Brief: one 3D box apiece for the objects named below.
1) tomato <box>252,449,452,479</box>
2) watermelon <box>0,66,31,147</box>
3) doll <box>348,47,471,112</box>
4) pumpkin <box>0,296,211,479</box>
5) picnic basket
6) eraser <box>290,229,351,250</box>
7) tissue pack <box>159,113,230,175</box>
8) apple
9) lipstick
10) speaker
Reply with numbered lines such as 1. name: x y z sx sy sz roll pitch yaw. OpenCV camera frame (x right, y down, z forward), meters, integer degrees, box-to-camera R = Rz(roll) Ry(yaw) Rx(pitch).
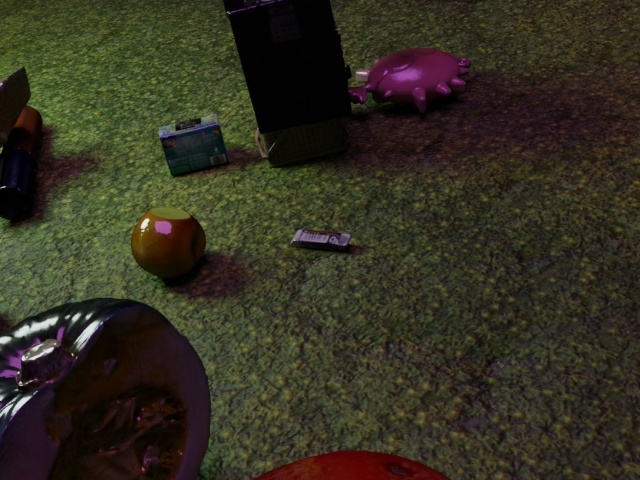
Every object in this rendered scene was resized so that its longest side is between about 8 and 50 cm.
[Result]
1. tomato: 0.013 0.302 0.768 0.338 0.143 0.338 -9 31 5
2. watermelon: -0.643 -0.224 1.667 0.257 0.140 0.193 -35 28 17
3. doll: 0.170 -0.313 1.690 0.262 0.093 0.211 -23 38 -18
4. pumpkin: -0.277 0.199 0.902 0.197 0.263 0.293 4 35 32
5. picnic basket: -0.038 -0.205 1.599 0.164 0.079 0.115 -15 33 -6
6. eraser: 0.000 0.000 1.334 0.099 0.019 0.027 5 50 23
7. tissue pack: -0.233 -0.181 1.616 0.111 0.085 0.079 -14 32 -3
8. apple: -0.226 0.005 1.324 0.102 0.099 0.114 14 15 24
9. lipstick: -0.587 -0.167 1.708 0.077 0.077 0.418 -14 32 -5
10. speaker: -0.056 -0.356 1.530 0.184 0.254 0.232 -13 32 1
